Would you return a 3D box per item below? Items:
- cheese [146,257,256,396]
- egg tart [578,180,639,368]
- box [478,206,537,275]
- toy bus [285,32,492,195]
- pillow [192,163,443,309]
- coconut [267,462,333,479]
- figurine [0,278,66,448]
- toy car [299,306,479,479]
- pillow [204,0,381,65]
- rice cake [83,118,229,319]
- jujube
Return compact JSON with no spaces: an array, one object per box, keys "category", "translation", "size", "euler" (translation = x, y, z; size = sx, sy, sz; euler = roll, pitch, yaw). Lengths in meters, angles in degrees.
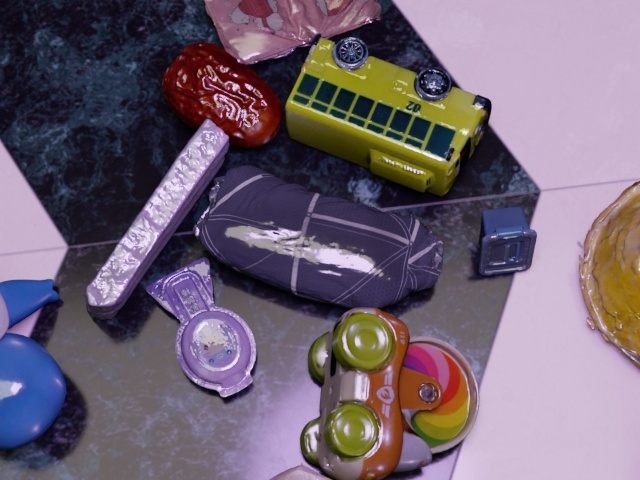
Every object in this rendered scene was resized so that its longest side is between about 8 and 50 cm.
[{"category":"cheese","translation":[-0.153,0.120,1.666],"size":[0.105,0.042,0.191],"euler":[-28,71,-11]},{"category":"egg tart","translation":[0.505,0.042,1.655],"size":[0.315,0.120,0.315],"euler":[0,72,0]},{"category":"box","translation":[0.249,-0.001,1.683],"size":[0.074,0.099,0.054],"euler":[-5,56,-1]},{"category":"toy bus","translation":[0.091,-0.167,1.722],"size":[0.262,0.128,0.150],"euler":[22,73,9]},{"category":"pillow","translation":[0.000,0.000,1.681],"size":[0.335,0.092,0.161],"euler":[17,68,5]},{"category":"coconut","translation":[-0.022,0.334,1.561],"size":[0.124,0.110,0.110],"euler":[28,73,2]},{"category":"figurine","translation":[-0.504,0.096,1.605],"size":[0.416,0.243,0.298],"euler":[45,66,-7]},{"category":"toy car","translation":[0.098,0.207,1.600],"size":[0.235,0.145,0.235],"euler":[5,74,-16]},{"category":"pillow","translation":[-0.038,-0.340,1.822],"size":[0.248,0.049,0.135],"euler":[-22,73,-12]},{"category":"rice cake","translation":[-0.221,-0.023,1.682],"size":[0.050,0.106,0.298],"euler":[33,73,0]},{"category":"jujube","translation":[-0.135,-0.199,1.741],"size":[0.176,0.112,0.109],"euler":[35,34,7]}]
